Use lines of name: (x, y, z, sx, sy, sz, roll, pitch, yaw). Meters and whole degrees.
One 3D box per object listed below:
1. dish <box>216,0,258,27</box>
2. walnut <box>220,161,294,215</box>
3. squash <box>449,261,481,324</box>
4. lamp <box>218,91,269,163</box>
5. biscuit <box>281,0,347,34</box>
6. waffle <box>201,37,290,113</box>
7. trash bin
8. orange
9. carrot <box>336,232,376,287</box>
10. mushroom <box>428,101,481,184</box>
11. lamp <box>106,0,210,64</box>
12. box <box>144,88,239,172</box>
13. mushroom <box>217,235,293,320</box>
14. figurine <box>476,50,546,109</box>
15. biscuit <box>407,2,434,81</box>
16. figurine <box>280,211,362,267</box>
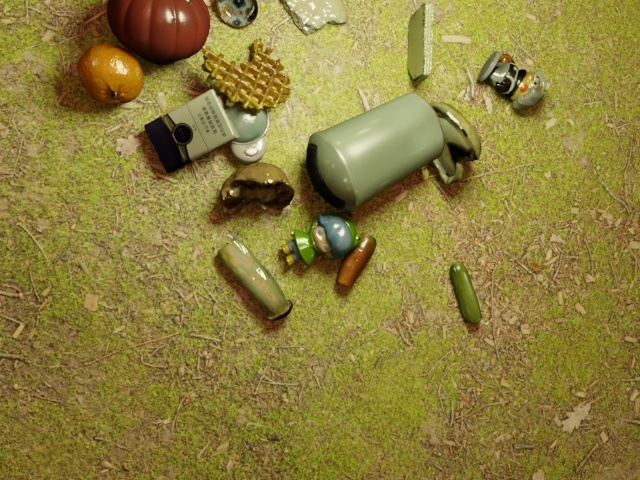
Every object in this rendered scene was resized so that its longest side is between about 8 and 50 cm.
dish: (-0.266, -0.785, 1.828, 0.140, 0.078, 0.141, 4, 128, 5)
walnut: (-0.203, -0.179, 1.770, 0.237, 0.204, 0.142, -5, 68, -19)
squash: (0.523, 0.191, 1.989, 0.069, 0.069, 0.239, -19, 93, -13)
lamp: (-0.250, -0.374, 1.803, 0.179, 0.108, 0.246, -14, 92, -9)
biscuit: (-0.028, -0.803, 1.901, 0.265, 0.040, 0.188, 14, 83, -13)
waffle: (-0.227, -0.518, 1.769, 0.292, 0.069, 0.260, -26, 81, -38)
trash bin: (0.162, -0.285, 1.815, 0.431, 0.280, 0.281, -29, 95, -15)
orange: (-0.630, -0.496, 1.672, 0.193, 0.193, 0.161, -5, 74, -13)
carrot: (0.121, 0.067, 1.890, 0.087, 0.087, 0.194, 32, 81, -10)
mushroom: (0.469, -0.357, 1.898, 0.211, 0.217, 0.292, -19, 84, -31)
lamp: (-0.484, -0.673, 1.667, 0.302, 0.303, 0.257, 6, 130, -13)
box: (-0.405, -0.342, 1.739, 0.259, 0.071, 0.168, -25, 95, 10)
mushroom: (-0.211, 0.130, 1.813, 0.100, 0.081, 0.312, -40, 96, -17)
figurine: (0.707, -0.587, 2.023, 0.236, 0.133, 0.176, 31, 63, -5)
biscuit: (0.352, -0.679, 1.929, 0.052, 0.150, 0.253, 3, 87, -12)
figurine: (0.000, 0.000, 1.843, 0.263, 0.143, 0.162, -22, 85, 4)
